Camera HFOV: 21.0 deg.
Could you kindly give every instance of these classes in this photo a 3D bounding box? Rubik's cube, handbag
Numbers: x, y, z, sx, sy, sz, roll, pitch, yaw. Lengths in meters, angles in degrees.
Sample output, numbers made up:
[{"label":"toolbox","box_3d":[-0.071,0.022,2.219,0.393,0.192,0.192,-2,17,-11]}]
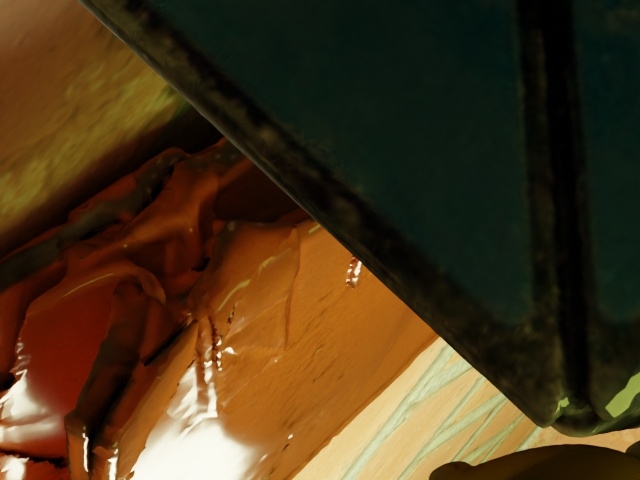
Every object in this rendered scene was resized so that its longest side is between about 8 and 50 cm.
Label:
[{"label":"Rubik's cube","box_3d":[0.093,-0.104,0.588,0.260,0.259,0.255,-47,167,8]},{"label":"handbag","box_3d":[0.000,0.000,0.902,0.410,0.116,0.303,-40,161,-24]}]

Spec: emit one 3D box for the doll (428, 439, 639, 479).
[{"label":"doll","box_3d":[0.029,0.149,0.555,0.237,0.111,0.252,-25,-170,31]}]
